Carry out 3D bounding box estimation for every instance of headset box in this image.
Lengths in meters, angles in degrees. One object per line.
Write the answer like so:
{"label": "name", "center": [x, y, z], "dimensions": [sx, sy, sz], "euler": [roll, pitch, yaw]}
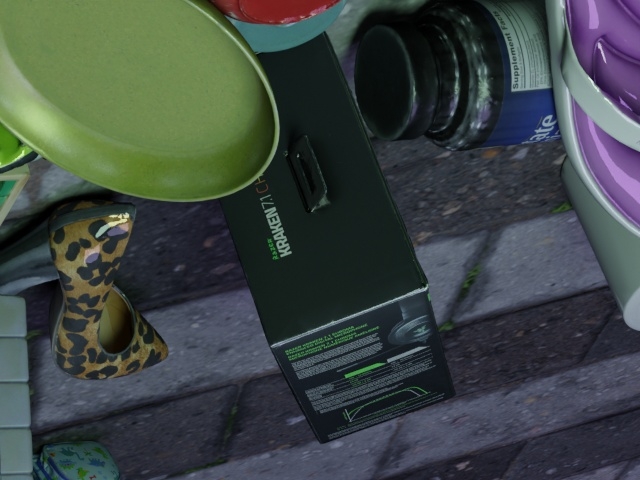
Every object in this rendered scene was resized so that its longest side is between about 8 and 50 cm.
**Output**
{"label": "headset box", "center": [0.000, 0.000, 1.524], "dimensions": [0.131, 0.246, 0.283], "euler": [-21, 155, 1]}

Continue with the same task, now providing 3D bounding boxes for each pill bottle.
{"label": "pill bottle", "center": [0.144, -0.137, 1.502], "dimensions": [0.219, 0.122, 0.123], "euler": [-8, 153, -27]}

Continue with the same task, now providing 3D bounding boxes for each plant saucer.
{"label": "plant saucer", "center": [-0.138, -0.119, 1.288], "dimensions": [0.241, 0.037, 0.241], "euler": [14, 144, 10]}
{"label": "plant saucer", "center": [-0.027, -0.176, 1.405], "dimensions": [0.119, 0.021, 0.119], "euler": [-18, 156, -8]}

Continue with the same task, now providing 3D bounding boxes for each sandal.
{"label": "sandal", "center": [0.256, -0.136, 1.407], "dimensions": [0.169, 0.102, 0.416], "euler": [-25, 125, 2]}

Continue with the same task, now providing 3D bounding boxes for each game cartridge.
{"label": "game cartridge", "center": [-0.309, 0.191, 1.621], "dimensions": [0.068, 0.230, 0.355], "euler": [-4, 165, -20]}

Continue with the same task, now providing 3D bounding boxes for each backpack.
{"label": "backpack", "center": [-0.270, 0.279, 2.050], "dimensions": [0.105, 0.114, 0.084], "euler": [3, 127, -39]}

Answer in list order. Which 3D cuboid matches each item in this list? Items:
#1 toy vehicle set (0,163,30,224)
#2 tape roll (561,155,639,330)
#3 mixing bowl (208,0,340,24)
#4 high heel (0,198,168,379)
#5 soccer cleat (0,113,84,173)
{"label": "toy vehicle set", "center": [-0.357, 0.007, 1.505], "dimensions": [0.166, 0.035, 0.267], "euler": [-5, 151, -33]}
{"label": "tape roll", "center": [0.382, -0.038, 1.845], "dimensions": [0.246, 0.169, 0.246], "euler": [-18, 156, -8]}
{"label": "mixing bowl", "center": [-0.029, -0.209, 1.243], "dimensions": [0.181, 0.098, 0.181], "euler": [-16, 155, -8]}
{"label": "high heel", "center": [-0.173, 0.047, 1.659], "dimensions": [0.186, 0.093, 0.261], "euler": [-26, 147, 27]}
{"label": "soccer cleat", "center": [-0.214, -0.081, 1.411], "dimensions": [0.179, 0.060, 0.072], "euler": [-21, 158, -6]}
